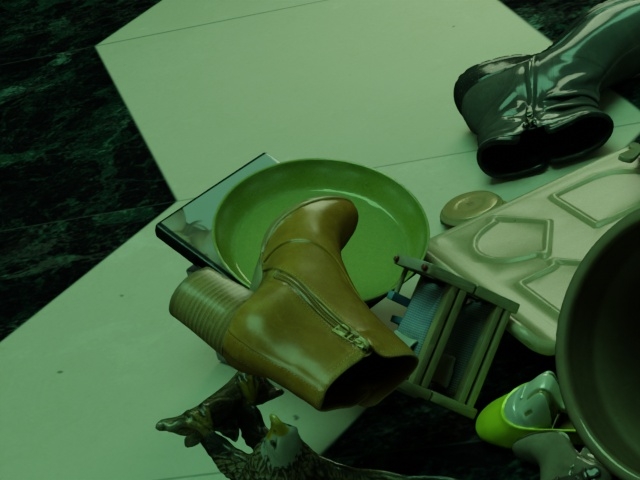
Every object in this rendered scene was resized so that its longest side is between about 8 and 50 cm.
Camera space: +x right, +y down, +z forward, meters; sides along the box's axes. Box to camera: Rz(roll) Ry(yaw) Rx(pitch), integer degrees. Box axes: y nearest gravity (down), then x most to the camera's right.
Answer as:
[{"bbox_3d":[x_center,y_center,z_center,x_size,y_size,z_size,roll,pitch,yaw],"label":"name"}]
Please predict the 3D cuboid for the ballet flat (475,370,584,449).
[{"bbox_3d":[0.249,0.163,1.829,0.231,0.077,0.077,1,49,32],"label":"ballet flat"}]

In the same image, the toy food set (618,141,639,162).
[{"bbox_3d":[0.441,-0.091,2.132,0.192,0.038,0.132,18,16,16],"label":"toy food set"}]

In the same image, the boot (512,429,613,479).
[{"bbox_3d":[0.224,0.224,1.783,0.118,0.042,0.087,-7,36,35],"label":"boot"}]

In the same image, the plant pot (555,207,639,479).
[{"bbox_3d":[0.377,0.100,1.679,0.263,0.263,0.229,6,-1,39],"label":"plant pot"}]

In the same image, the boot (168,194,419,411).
[{"bbox_3d":[0.014,0.068,1.832,0.211,0.104,0.295,30,35,23],"label":"boot"}]

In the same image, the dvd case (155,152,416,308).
[{"bbox_3d":[-0.037,0.008,2.108,0.253,0.022,0.180,35,53,28],"label":"dvd case"}]

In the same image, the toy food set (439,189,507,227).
[{"bbox_3d":[0.188,-0.037,2.319,0.083,0.020,0.082,-26,27,-14],"label":"toy food set"}]

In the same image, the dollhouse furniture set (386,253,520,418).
[{"bbox_3d":[0.083,0.088,1.949,0.183,0.129,0.129,17,83,57],"label":"dollhouse furniture set"}]

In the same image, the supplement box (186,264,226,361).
[{"bbox_3d":[-0.034,0.033,2.201,0.239,0.130,0.073,-36,31,-33],"label":"supplement box"}]

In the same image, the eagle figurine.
[{"bbox_3d":[-0.011,0.238,1.788,0.298,0.225,0.226,37,99,25],"label":"eagle figurine"}]

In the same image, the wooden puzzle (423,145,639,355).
[{"bbox_3d":[0.310,0.019,2.084,0.348,0.080,0.322,-20,27,-16],"label":"wooden puzzle"}]

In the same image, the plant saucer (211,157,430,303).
[{"bbox_3d":[0.000,0.000,2.072,0.241,0.037,0.241,1,43,-1],"label":"plant saucer"}]

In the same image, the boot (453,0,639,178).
[{"bbox_3d":[0.348,-0.191,2.439,0.338,0.118,0.223,-28,29,5],"label":"boot"}]
